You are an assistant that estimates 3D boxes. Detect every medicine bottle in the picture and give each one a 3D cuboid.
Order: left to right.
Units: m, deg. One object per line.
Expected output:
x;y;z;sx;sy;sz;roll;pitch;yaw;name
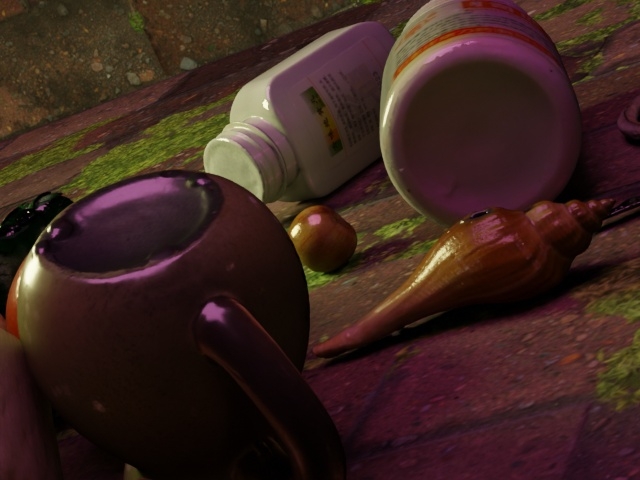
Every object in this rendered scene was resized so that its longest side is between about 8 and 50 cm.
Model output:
-0.011;-0.160;2.416;0.124;0.179;0.324;-7;24;47;medicine bottle
0.178;-0.162;2.056;0.219;0.219;0.388;-22;14;9;medicine bottle

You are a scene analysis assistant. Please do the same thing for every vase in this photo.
-0.089;0.120;1.473;0.241;0.302;0.329;-31;34;-24;vase

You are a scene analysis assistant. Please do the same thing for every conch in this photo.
0.132;0.028;1.714;0.330;0.093;0.109;-21;22;18;conch

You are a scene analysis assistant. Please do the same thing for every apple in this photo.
0.000;0.000;2.052;0.071;0.084;0.084;-50;13;8;apple

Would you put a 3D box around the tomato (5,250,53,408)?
-0.185;0.075;1.768;0.256;0.224;0.256;-38;-12;-10;tomato

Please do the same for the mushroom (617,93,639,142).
0.379;-0.150;2.053;0.068;0.043;0.306;-45;5;30;mushroom

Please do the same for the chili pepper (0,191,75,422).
-0.358;0.085;1.990;0.248;0.257;0.233;-16;12;24;chili pepper

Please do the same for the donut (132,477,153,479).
-0.154;0.269;1.249;0.112;0.151;0.295;-29;12;26;donut

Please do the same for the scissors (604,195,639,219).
0.400;-0.075;1.772;0.317;0.024;0.160;-23;15;7;scissors

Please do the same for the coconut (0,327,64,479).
-0.355;0.181;1.488;0.329;0.329;0.329;-23;15;6;coconut

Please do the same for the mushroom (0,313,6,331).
-0.367;0.162;1.796;0.195;0.254;0.189;-13;-12;34;mushroom
